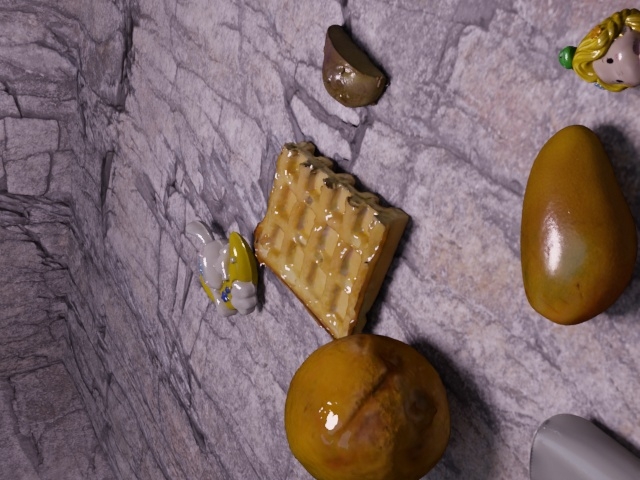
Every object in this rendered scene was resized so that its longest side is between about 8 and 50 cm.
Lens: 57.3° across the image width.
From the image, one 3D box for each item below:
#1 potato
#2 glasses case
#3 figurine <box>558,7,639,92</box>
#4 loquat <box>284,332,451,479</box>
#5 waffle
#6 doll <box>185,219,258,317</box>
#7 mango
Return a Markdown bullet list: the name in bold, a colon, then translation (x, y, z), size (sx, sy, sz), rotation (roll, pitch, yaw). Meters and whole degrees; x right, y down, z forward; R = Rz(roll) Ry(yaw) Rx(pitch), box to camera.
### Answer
- **potato**: translation (0.030, -0.305, 1.051), size (0.172, 0.089, 0.100), rotation (58, 139, 24)
- **glasses case**: translation (0.406, 0.351, 0.726), size (0.308, 0.083, 0.128), rotation (37, 131, 41)
- **figurine**: translation (0.362, -0.225, 0.671), size (0.094, 0.115, 0.156), rotation (55, 170, -21)
- **loquat**: translation (0.072, 0.297, 0.978), size (0.284, 0.276, 0.275), rotation (-40, 66, 36)
- **waffle**: translation (0.000, 0.000, 1.167), size (0.348, 0.078, 0.304), rotation (44, 130, 37)
- **doll**: translation (-0.244, 0.071, 1.460), size (0.237, 0.111, 0.251), rotation (2, 108, 53)
- **mango**: translation (0.320, -0.018, 0.732), size (0.139, 0.113, 0.253), rotation (4, 93, 55)
